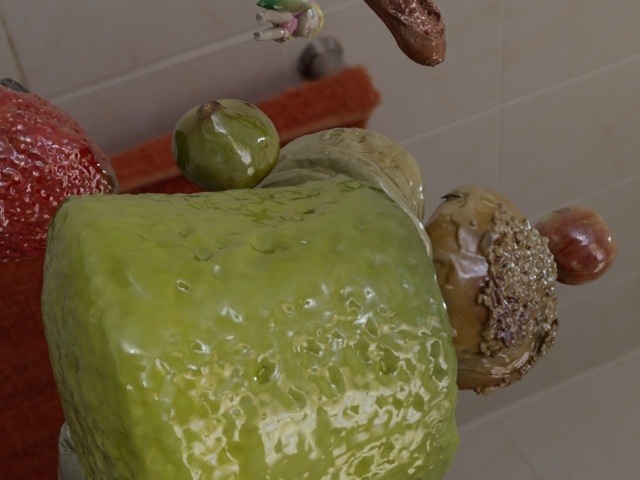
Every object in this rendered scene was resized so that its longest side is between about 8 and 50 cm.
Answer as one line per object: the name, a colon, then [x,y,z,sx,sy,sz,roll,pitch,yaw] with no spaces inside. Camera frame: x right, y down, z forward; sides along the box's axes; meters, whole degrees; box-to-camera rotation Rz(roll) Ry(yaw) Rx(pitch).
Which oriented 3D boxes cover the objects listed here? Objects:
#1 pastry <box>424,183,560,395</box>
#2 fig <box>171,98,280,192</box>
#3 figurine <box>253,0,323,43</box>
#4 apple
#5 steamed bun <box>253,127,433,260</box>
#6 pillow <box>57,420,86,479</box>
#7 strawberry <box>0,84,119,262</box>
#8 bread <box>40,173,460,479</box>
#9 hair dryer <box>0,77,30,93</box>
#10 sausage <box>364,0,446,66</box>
pastry: [0.257,0.077,1.589,0.184,0.284,0.315,7,-50,29]
fig: [-0.119,-0.118,1.358,0.153,0.136,0.120,-144,-141,-81]
figurine: [-0.056,-0.339,1.633,0.083,0.187,0.083,10,-67,25]
apple: [0.455,0.009,1.907,0.146,0.131,0.146,59,-3,5]
steamed bun: [0.003,-0.001,1.517,0.324,0.231,0.372,-56,-146,35]
pillow: [-0.279,0.309,1.323,0.134,0.078,0.181,49,-40,39]
strawberry: [-0.412,-0.088,1.470,0.257,0.277,0.257,-2,90,-78]
bread: [-0.068,0.101,0.914,0.348,0.308,0.348,53,-27,42]
hair dryer: [-0.584,-0.202,1.650,0.251,0.197,0.089,39,11,-34]
sausage: [0.052,-0.356,1.394,0.326,0.079,0.087,44,-32,-3]
